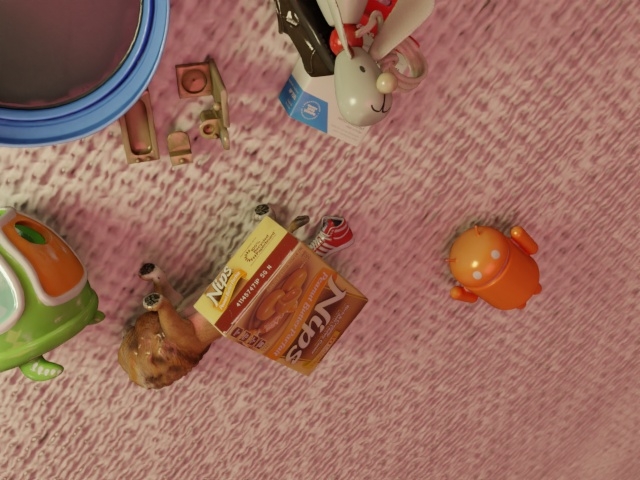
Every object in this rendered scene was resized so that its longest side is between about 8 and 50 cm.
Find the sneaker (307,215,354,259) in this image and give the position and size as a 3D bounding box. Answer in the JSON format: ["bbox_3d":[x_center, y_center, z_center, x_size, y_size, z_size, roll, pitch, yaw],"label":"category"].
[{"bbox_3d":[0.000,0.000,1.311,0.118,0.042,0.067,-29,132,-8],"label":"sneaker"}]

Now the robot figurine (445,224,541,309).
[{"bbox_3d":[0.333,0.055,1.412,0.158,0.128,0.219,-17,140,43],"label":"robot figurine"}]

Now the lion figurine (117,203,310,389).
[{"bbox_3d":[-0.177,0.110,1.269,0.392,0.142,0.240,-23,135,-8],"label":"lion figurine"}]

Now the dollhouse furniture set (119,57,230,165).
[{"bbox_3d":[-0.214,-0.167,1.069,0.151,0.123,0.144,-10,126,-13],"label":"dollhouse furniture set"}]

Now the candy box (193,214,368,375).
[{"bbox_3d":[-0.052,0.104,1.226,0.183,0.087,0.316,-51,148,-2],"label":"candy box"}]

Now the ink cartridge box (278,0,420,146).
[{"bbox_3d":[0.052,-0.276,1.116,0.134,0.078,0.231,19,115,-28],"label":"ink cartridge box"}]

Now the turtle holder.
[{"bbox_3d":[-0.504,0.080,1.100,0.320,0.243,0.227,-3,116,31],"label":"turtle holder"}]

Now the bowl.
[{"bbox_3d":[-0.390,-0.309,0.932,0.391,0.077,0.391,-8,124,-12],"label":"bowl"}]

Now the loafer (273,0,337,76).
[{"bbox_3d":[-0.039,-0.321,1.017,0.078,0.080,0.220,-22,96,41],"label":"loafer"}]

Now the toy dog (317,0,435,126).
[{"bbox_3d":[0.060,-0.334,0.936,0.220,0.161,0.334,-35,100,-38],"label":"toy dog"}]
